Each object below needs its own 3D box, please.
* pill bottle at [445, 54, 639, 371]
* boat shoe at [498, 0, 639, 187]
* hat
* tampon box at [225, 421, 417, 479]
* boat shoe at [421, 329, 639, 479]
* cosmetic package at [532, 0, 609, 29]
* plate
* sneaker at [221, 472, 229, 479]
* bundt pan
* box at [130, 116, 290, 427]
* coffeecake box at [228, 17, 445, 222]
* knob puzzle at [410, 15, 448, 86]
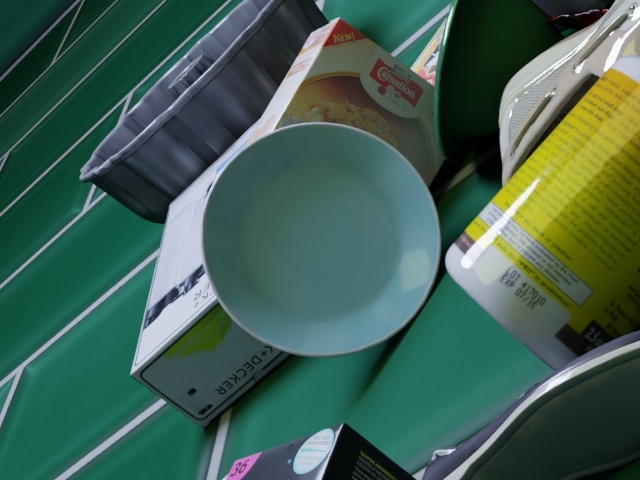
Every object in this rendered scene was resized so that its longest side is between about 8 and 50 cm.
[{"bbox_3d":[0.184,-0.028,0.900,0.215,0.117,0.117,-49,21,5],"label":"pill bottle"},{"bbox_3d":[0.227,-0.119,0.992,0.302,0.109,0.098,-38,29,43],"label":"boat shoe"},{"bbox_3d":[0.197,-0.129,1.162,0.208,0.183,0.173,-33,-48,-65],"label":"hat"},{"bbox_3d":[-0.013,0.213,0.914,0.120,0.101,0.161,-27,31,46],"label":"tampon box"},{"bbox_3d":[0.129,0.102,0.855,0.206,0.075,0.065,-43,24,30],"label":"boat shoe"},{"bbox_3d":[0.153,-0.297,1.255,0.107,0.238,0.127,-16,36,52],"label":"cosmetic package"},{"bbox_3d":[0.000,0.000,1.163,0.188,0.188,0.024,-55,-4,-13],"label":"plate"},{"bbox_3d":[-0.062,0.259,0.990,0.217,0.079,0.121,-60,25,-2],"label":"sneaker"},{"bbox_3d":[-0.106,-0.142,1.638,0.331,0.124,0.331,-42,13,12],"label":"bundt pan"},{"bbox_3d":[-0.074,0.017,1.392,0.169,0.087,0.290,-41,23,25],"label":"box"},{"bbox_3d":[0.016,-0.066,1.246,0.186,0.142,0.068,-61,17,-15],"label":"coffeecake box"},{"bbox_3d":[0.114,-0.153,1.377,0.213,0.030,0.213,-41,22,21],"label":"knob puzzle"}]
